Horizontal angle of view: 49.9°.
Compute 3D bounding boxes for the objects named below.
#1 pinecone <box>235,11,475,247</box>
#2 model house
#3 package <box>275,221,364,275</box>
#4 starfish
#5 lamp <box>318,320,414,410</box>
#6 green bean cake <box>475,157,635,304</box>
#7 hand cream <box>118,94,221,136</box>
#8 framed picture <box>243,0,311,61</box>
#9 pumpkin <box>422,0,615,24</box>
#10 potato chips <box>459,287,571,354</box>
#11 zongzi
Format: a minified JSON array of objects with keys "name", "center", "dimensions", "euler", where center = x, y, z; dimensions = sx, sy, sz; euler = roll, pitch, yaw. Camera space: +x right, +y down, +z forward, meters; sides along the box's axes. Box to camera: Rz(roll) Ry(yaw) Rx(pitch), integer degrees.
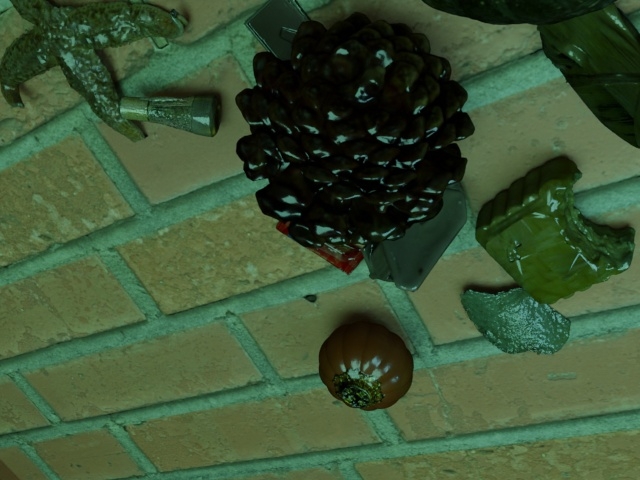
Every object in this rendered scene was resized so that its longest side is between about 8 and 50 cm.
[{"name":"pinecone","center":[0.045,-0.163,1.169],"dimensions":[0.398,0.397,0.397],"euler":[9,126,13]},{"name":"model house","center":[0.170,-0.001,1.335],"dimensions":[0.122,0.229,0.188],"euler":[36,163,-4]},{"name":"package","center":[0.000,0.000,1.513],"dimensions":[0.200,0.022,0.083],"euler":[34,127,-5]},{"name":"starfish","center":[-0.477,-0.356,1.396],"dimensions":[0.433,0.082,0.323],"euler":[14,124,6]},{"name":"lamp","center":[0.103,0.288,1.571],"dimensions":[0.223,0.196,0.223],"euler":[9,126,13]},{"name":"green bean cake","center":[0.439,-0.008,1.292],"dimensions":[0.236,0.124,0.233],"euler":[44,126,-13]},{"name":"hand cream","center":[-0.304,-0.259,1.378],"dimensions":[0.203,0.084,0.083],"euler":[7,126,3]},{"name":"framed picture","center":[-0.057,-0.377,1.274],"dimensions":[0.109,0.011,0.149],"euler":[-30,111,34]},{"name":"pumpkin","center":[0.266,-0.488,0.850],"dimensions":[0.455,0.344,0.453],"euler":[2,93,39]},{"name":"potato chips","center":[0.415,0.167,1.468],"dimensions":[0.229,0.059,0.167],"euler":[1,114,19]},{"name":"zongzi","center":[0.432,-0.254,1.024],"dimensions":[0.251,0.274,0.125],"euler":[44,119,-14]}]
